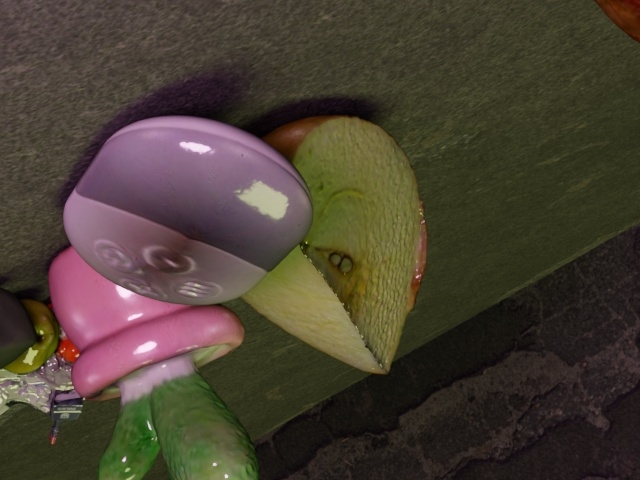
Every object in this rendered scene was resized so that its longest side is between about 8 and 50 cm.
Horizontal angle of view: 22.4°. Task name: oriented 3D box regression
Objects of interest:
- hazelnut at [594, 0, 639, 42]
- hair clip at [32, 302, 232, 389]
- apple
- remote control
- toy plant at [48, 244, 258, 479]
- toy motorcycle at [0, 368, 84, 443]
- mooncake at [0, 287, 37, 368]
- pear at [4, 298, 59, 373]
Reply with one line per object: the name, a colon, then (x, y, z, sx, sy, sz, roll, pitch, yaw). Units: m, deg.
hazelnut: (0.358, -0.269, 1.580, 0.204, 0.178, 0.178, 15, 151, -21)
hair clip: (-0.243, 0.105, 2.107, 0.321, 0.138, 0.091, -13, 133, -41)
apple: (0.000, 0.000, 1.840, 0.254, 0.179, 0.346, -25, 136, 11)
remote control: (-0.137, -0.025, 1.635, 0.221, 0.104, 0.332, 21, 149, -15)
toy plant: (-0.180, 0.149, 1.860, 0.210, 0.356, 0.317, -14, 167, -10)
toy motorcycle: (-0.421, 0.206, 2.163, 0.221, 0.102, 0.150, -1, 134, -19)
mooncake: (-0.415, 0.122, 1.859, 0.175, 0.104, 0.168, -26, 165, -3)
pear: (-0.363, 0.114, 1.974, 0.092, 0.092, 0.097, -13, -159, -42)
